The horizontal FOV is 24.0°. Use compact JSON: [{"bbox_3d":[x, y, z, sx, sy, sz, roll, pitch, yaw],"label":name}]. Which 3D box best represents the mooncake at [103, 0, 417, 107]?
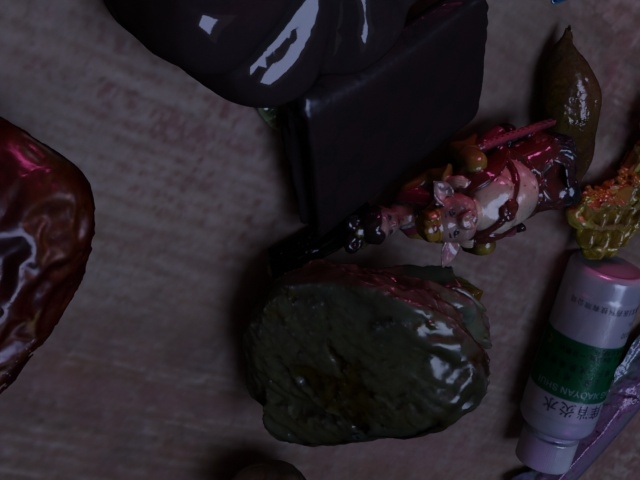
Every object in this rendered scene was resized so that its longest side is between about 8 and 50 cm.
[{"bbox_3d":[-0.027,-0.255,1.190,0.306,0.154,0.306,-21,130,-27],"label":"mooncake"}]

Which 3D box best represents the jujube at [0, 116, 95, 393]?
[{"bbox_3d":[-0.286,0.023,1.145,0.243,0.183,0.183,-57,136,-7],"label":"jujube"}]

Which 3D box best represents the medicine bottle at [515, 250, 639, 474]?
[{"bbox_3d":[0.293,0.143,1.735,0.095,0.095,0.260,-4,119,-38],"label":"medicine bottle"}]

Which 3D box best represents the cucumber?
[{"bbox_3d":[0.001,0.001,1.451,0.134,0.034,0.033,-27,125,-24],"label":"cucumber"}]

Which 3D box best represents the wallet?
[{"bbox_3d":[0.064,-0.124,1.397,0.229,0.049,0.182,-35,144,-24],"label":"wallet"}]

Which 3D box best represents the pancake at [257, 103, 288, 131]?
[{"bbox_3d":[-0.004,-0.148,1.363,0.129,0.022,0.116,-14,128,-33],"label":"pancake"}]

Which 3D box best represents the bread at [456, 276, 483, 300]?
[{"bbox_3d":[0.116,0.080,1.592,0.090,0.035,0.094,11,109,-42],"label":"bread"}]

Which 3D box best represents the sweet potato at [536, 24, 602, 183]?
[{"bbox_3d":[0.260,-0.114,1.571,0.068,0.068,0.226,-29,133,-22],"label":"sweet potato"}]

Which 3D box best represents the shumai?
[{"bbox_3d":[0.063,0.086,1.446,0.218,0.255,0.189,-29,107,-51],"label":"shumai"}]

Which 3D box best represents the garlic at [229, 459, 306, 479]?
[{"bbox_3d":[-0.047,0.287,1.541,0.086,0.101,0.196,-12,137,5],"label":"garlic"}]

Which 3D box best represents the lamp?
[{"bbox_3d":[0.144,-0.041,1.475,0.253,0.118,0.118,-20,127,-37],"label":"lamp"}]

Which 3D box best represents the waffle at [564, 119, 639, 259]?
[{"bbox_3d":[0.345,-0.068,1.669,0.194,0.051,0.149,-43,142,-12],"label":"waffle"}]

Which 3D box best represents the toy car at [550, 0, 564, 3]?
[{"bbox_3d":[0.271,-0.310,1.454,0.161,0.098,0.126,-36,111,22],"label":"toy car"}]

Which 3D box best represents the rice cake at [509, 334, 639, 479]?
[{"bbox_3d":[0.340,0.223,1.851,0.290,0.051,0.081,-47,136,-6],"label":"rice cake"}]
